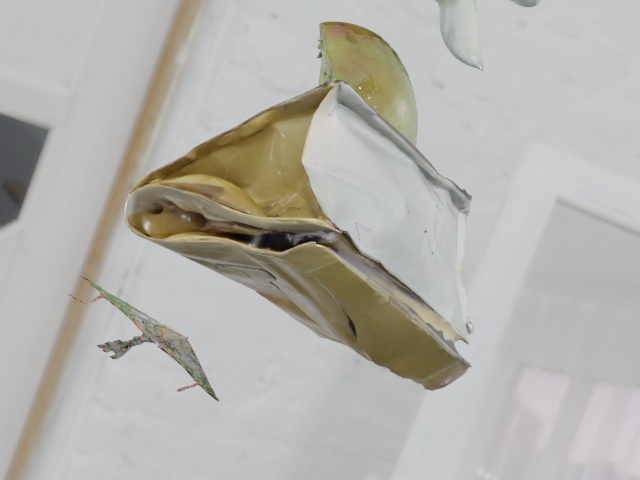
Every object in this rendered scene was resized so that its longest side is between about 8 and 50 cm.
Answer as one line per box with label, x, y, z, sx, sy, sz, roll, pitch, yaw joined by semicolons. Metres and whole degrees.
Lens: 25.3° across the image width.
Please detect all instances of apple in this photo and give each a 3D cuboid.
apple;0.059;-0.120;1.672;0.120;0.265;0.193;-9;56;-2

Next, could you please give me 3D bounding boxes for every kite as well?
kite;-0.175;0.095;1.404;0.198;0.006;0.244;40;7;12

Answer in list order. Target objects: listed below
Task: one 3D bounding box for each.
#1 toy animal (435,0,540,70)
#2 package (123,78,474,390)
toy animal;0.172;-0.419;1.897;0.241;0.196;0.367;29;-25;44
package;0.013;0.026;1.241;0.311;0.221;0.165;38;29;-56
